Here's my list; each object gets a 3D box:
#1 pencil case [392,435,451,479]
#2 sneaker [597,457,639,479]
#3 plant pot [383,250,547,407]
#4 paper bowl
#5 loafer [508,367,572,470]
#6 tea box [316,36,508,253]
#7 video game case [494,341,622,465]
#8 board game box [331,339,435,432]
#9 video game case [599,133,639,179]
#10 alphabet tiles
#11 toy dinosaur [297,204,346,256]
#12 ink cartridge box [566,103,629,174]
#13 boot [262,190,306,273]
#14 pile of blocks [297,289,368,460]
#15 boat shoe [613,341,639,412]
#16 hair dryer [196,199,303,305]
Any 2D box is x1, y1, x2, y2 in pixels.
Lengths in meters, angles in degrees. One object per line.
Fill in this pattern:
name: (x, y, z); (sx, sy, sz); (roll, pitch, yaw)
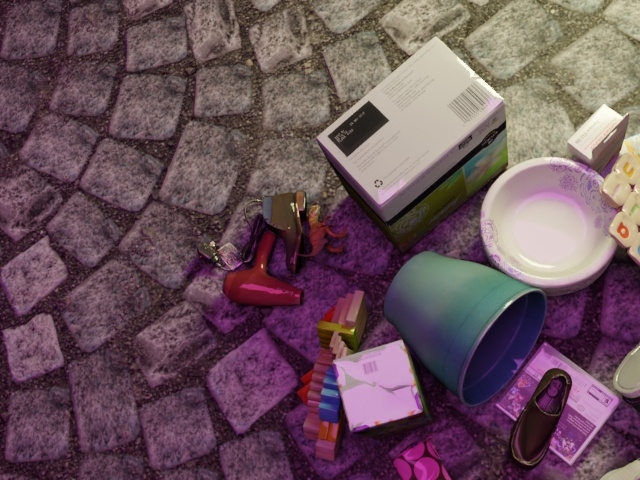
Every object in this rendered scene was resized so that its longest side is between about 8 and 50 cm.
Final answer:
pencil case: (0.236, 0.511, 1.547); (0.098, 0.095, 0.209); (-28, 70, -8)
sneaker: (0.628, 0.451, 1.415); (0.315, 0.182, 0.127); (-38, 67, 0)
plant pot: (0.278, 0.155, 1.563); (0.255, 0.271, 0.272); (35, 84, 35)
paper bowl: (0.484, -0.022, 1.616); (0.284, 0.148, 0.284); (-4, 73, 12)
loafer: (0.438, 0.353, 1.524); (0.080, 0.078, 0.220); (21, 79, 19)
tea box: (0.211, -0.190, 1.643); (0.329, 0.323, 0.220); (-40, 67, 0)
video game case: (0.489, 0.335, 1.572); (0.190, 0.022, 0.173); (38, 85, 20)
board game box: (0.134, 0.309, 1.533); (0.144, 0.275, 0.142); (-18, 70, 8)
video game case: (0.698, -0.172, 1.680); (0.166, 0.015, 0.119); (-20, 69, 8)
alphabet tiles: (0.687, -0.043, 1.547); (0.284, 0.021, 0.278); (45, 57, -5)
toy dinosaur: (0.000, 0.000, 1.756); (0.112, 0.064, 0.211); (9, 35, -6)
ink cartridge box: (0.581, -0.207, 1.605); (0.115, 0.198, 0.067); (-46, 68, -2)
boot: (-0.090, -0.019, 1.783); (0.106, 0.082, 0.219); (1, 57, 4)
pile of blocks: (0.010, 0.281, 1.642); (0.112, 0.149, 0.362); (8, 76, 16)
boat shoe: (0.709, 0.211, 1.521); (0.302, 0.091, 0.114); (-46, 24, -1)
hair dryer: (-0.145, 0.049, 1.790); (0.223, 0.080, 0.293); (-40, 69, -2)
